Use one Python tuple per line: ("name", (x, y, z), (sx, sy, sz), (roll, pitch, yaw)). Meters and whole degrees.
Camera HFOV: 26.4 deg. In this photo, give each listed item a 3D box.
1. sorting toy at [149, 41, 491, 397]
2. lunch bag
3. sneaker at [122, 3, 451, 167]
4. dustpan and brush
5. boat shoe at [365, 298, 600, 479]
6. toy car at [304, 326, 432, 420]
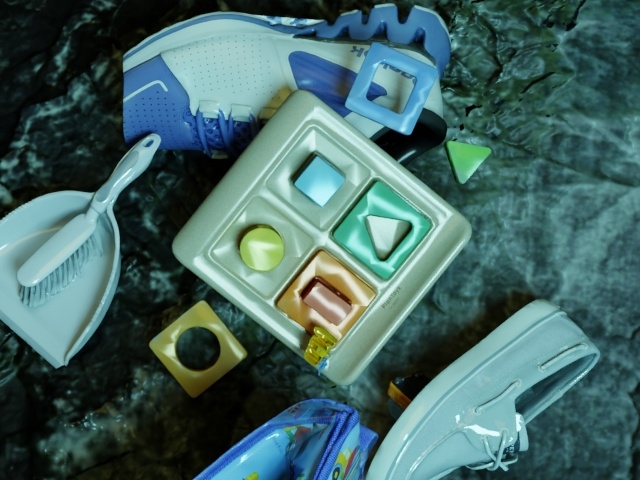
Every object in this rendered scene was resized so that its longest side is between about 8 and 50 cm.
("sorting toy", (0.000, 0.000, 1.141), (0.196, 0.047, 0.347), (39, 92, -2))
("lunch bag", (-0.061, 0.241, 0.971), (0.138, 0.221, 0.293), (32, 67, 22))
("sneaker", (-0.023, -0.107, 1.235), (0.316, 0.127, 0.182), (-8, 56, -1))
("dustpan and brush", (-0.213, -0.010, 1.223), (0.147, 0.060, 0.211), (37, 73, 24))
("boat shoe", (0.136, 0.139, 1.097), (0.227, 0.079, 0.081), (-39, 58, -21))
("toy car", (0.044, 0.114, 1.137), (0.122, 0.060, 0.040), (33, 111, 8))
